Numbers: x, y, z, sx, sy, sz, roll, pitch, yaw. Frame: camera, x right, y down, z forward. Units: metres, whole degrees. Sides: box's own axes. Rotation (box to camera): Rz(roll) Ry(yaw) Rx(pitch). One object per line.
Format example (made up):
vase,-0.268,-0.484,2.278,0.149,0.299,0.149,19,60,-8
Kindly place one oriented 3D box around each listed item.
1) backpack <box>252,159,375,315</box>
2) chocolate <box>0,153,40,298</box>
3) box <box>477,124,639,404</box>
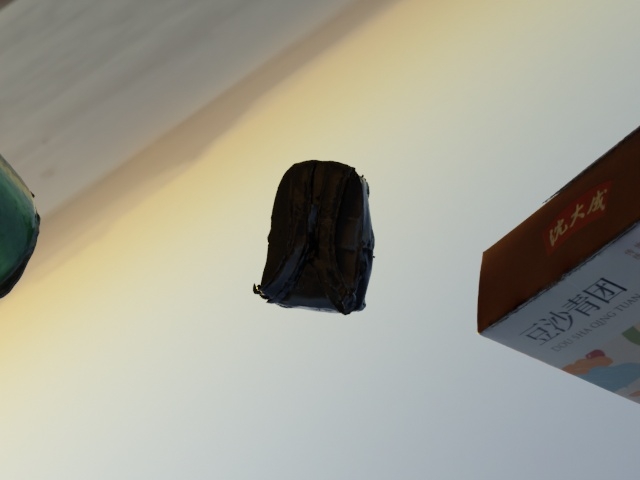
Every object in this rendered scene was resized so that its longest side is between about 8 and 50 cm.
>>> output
backpack,0.004,-0.001,1.498,0.106,0.120,0.165,44,57,-70
chocolate,-0.262,-0.079,0.751,0.110,0.291,0.110,-11,-128,14
box,0.420,0.050,1.447,0.344,0.385,0.122,-43,-150,47
